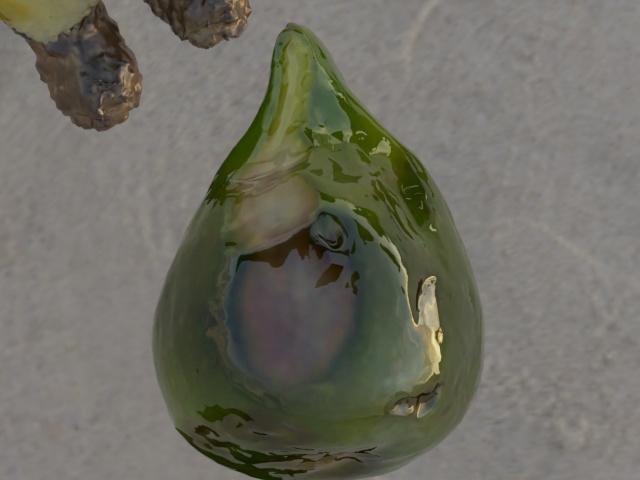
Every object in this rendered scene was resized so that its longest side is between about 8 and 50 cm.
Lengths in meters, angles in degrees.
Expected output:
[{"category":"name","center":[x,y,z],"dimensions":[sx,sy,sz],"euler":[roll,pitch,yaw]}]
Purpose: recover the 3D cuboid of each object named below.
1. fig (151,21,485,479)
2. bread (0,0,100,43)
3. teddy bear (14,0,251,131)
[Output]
[{"category":"fig","center":[0.000,0.000,1.012],"dimensions":[0.206,0.206,0.275],"euler":[9,67,-23]},{"category":"bread","center":[-0.146,-0.167,0.688],"dimensions":[0.160,0.140,0.169],"euler":[18,40,-28]},{"category":"teddy bear","center":[-0.168,-0.223,1.186],"dimensions":[0.246,0.222,0.296],"euler":[-39,108,-4]}]
